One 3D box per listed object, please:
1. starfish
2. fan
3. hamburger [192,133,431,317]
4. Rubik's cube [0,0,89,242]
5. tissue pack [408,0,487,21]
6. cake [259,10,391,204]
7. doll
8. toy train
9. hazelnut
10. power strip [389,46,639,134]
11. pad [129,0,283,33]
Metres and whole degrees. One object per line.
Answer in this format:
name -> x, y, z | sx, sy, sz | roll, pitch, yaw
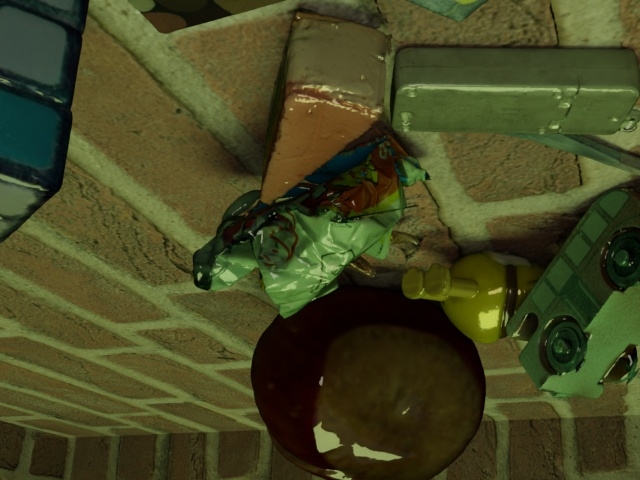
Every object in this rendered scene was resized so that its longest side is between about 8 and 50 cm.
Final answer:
starfish -> 0.000, 0.000, 1.197 | 0.277, 0.062, 0.236 | -6, 156, 22
fan -> 0.298, -0.108, 0.967 | 0.282, 0.023, 0.057 | 15, 153, -27
hamburger -> -0.007, 0.002, 0.969 | 0.276, 0.150, 0.260 | -23, -165, 22
Rubik's cube -> -0.337, -0.146, 0.554 | 0.292, 0.286, 0.293 | 17, 153, -31
tissue pack -> 0.050, -0.253, 0.539 | 0.257, 0.081, 0.185 | 14, 152, -29
cake -> -0.028, -0.128, 0.817 | 0.090, 0.109, 0.225 | 13, 155, -26
doll -> 0.306, 0.093, 1.303 | 0.363, 0.145, 0.199 | 10, 171, -29
toy train -> 0.389, 0.066, 1.125 | 0.129, 0.159, 0.326 | 12, 121, -29
hazelnut -> 0.077, 0.255, 1.464 | 0.410, 0.359, 0.359 | 14, 156, -11
power strip -> 0.215, -0.146, 0.832 | 0.288, 0.053, 0.093 | 1, 157, 0
pad -> -0.076, -0.239, 0.686 | 0.235, 0.003, 0.158 | -9, 156, 22
